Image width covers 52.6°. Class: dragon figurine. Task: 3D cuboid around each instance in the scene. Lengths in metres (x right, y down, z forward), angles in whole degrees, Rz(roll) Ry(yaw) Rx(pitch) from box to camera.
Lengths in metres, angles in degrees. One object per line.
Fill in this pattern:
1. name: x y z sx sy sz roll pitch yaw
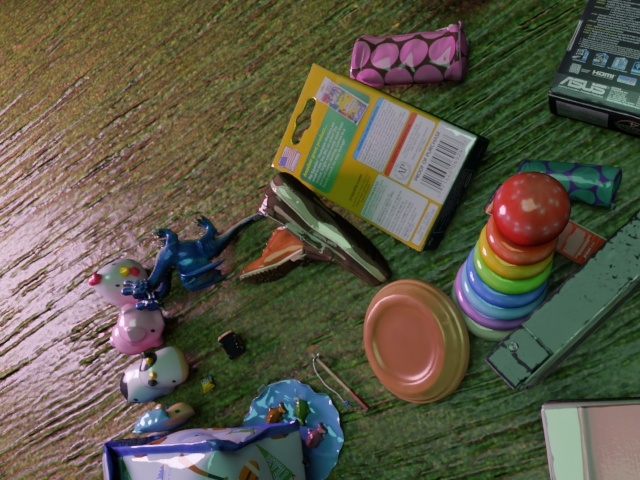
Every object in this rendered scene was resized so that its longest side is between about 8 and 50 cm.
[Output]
1. dragon figurine: -0.224 0.039 1.199 0.289 0.085 0.144 -14 64 -12

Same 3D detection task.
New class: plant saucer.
1. plant saucer: 0.140 0.160 1.023 0.200 0.037 0.199 4 95 45

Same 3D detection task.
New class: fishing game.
1. fishing game: -0.052 0.329 1.109 0.189 0.041 0.264 43 96 21

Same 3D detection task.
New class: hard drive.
1. hard drive: 0.378 0.070 0.882 0.339 0.237 0.064 -47 67 6

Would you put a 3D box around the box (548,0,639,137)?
1. box: 0.587 -0.289 0.954 0.395 0.097 0.318 23 89 25

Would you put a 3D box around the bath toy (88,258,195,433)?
1. bath toy: -0.341 0.183 1.211 0.151 0.129 0.348 -30 68 14

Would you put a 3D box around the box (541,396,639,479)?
1. box: 0.427 0.274 0.864 0.233 0.149 0.126 -9 76 21

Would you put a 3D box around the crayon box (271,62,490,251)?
1. crayon box: 0.094 -0.146 1.104 0.323 0.083 0.203 31 107 24

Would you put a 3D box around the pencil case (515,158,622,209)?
1. pencil case: 0.383 -0.088 1.008 0.152 0.070 0.064 10 49 25

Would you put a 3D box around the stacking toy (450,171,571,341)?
1. stacking toy: 0.257 0.020 0.879 0.141 0.330 0.141 -3 61 6

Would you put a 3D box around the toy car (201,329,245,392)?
1. toy car: -0.192 0.213 1.184 0.122 0.060 0.040 -47 34 0

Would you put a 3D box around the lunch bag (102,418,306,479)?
1. lunch bag: -0.219 0.474 1.040 0.386 0.239 0.327 -15 75 37

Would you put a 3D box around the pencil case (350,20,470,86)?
1. pencil case: 0.154 -0.325 1.142 0.210 0.095 0.098 1 110 22

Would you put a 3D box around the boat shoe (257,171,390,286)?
1. boat shoe: 0.002 -0.002 1.111 0.257 0.095 0.095 43 107 3

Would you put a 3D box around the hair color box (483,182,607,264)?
1. hair color box: 0.332 -0.025 0.972 0.167 0.093 0.053 31 101 8

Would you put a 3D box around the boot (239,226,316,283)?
1. boot: -0.082 0.023 1.182 0.158 0.059 0.084 -25 67 7
